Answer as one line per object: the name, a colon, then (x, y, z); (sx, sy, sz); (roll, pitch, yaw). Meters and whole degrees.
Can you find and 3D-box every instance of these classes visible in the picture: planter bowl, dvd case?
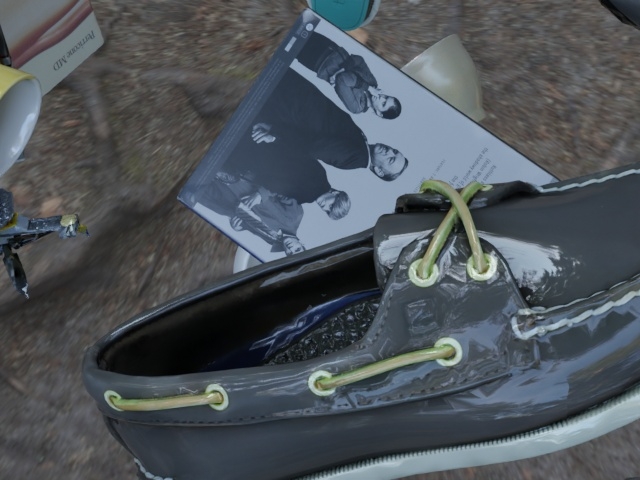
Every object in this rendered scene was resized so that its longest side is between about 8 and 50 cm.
planter bowl: (0.140, -0.167, 1.842); (0.162, 0.162, 0.109); (-38, 86, 5)
dvd case: (0.035, -0.036, 1.101); (0.238, 0.029, 0.179); (36, 95, 12)

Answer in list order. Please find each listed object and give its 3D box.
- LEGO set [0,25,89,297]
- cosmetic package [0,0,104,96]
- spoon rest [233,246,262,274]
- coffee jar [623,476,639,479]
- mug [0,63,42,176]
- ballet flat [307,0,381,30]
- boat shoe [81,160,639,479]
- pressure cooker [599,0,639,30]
LEGO set: (-0.328, -0.071, 1.083); (0.254, 0.331, 0.192); (-18, 136, -9)
cosmetic package: (-0.339, -0.284, 1.412); (0.129, 0.153, 0.296); (15, 139, 32)
spoon rest: (0.000, 0.000, 1.630); (0.084, 0.276, 0.137); (18, 121, 30)
coffee jar: (0.261, 0.272, 1.128); (0.079, 0.096, 0.184); (15, 74, -18)
mug: (-0.186, -0.076, 0.759); (0.064, 0.062, 0.078); (27, 129, 11)
ballet flat: (0.062, -0.438, 1.810); (0.139, 0.139, 0.400); (13, 139, -2)
boat shoe: (0.030, 0.023, 0.440); (0.227, 0.081, 0.069); (-24, 119, 22)
pressure cooker: (0.291, -0.184, 0.391); (0.375, 0.420, 0.370); (-10, 116, -36)
